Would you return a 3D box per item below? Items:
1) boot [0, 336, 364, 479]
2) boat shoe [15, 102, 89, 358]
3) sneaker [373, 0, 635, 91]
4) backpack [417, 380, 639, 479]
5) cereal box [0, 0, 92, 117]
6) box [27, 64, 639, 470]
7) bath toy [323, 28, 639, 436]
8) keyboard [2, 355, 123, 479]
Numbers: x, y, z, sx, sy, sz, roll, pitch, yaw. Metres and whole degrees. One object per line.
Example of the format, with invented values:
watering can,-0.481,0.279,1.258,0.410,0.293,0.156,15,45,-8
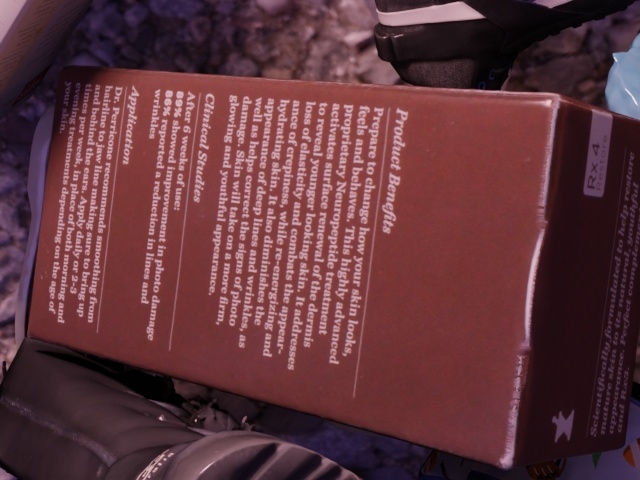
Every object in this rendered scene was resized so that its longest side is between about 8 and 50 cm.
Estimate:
boot,-0.019,0.212,0.813,0.367,0.445,0.146,45,72,-17
boat shoe,-0.179,0.014,1.003,0.069,0.081,0.227,11,109,10
sneaker,0.142,-0.146,0.881,0.217,0.079,0.121,3,122,12
backpack,0.192,0.203,0.885,0.276,0.263,0.213,36,71,-4
cereal box,-0.183,-0.171,0.882,0.047,0.173,0.240,38,113,-4
box,0.000,0.000,0.821,0.381,0.143,0.191,10,94,40
bath toy,0.117,0.001,0.913,0.151,0.129,0.348,23,128,-40
keyboard,-0.226,0.170,1.102,0.100,0.038,0.192,16,113,6
